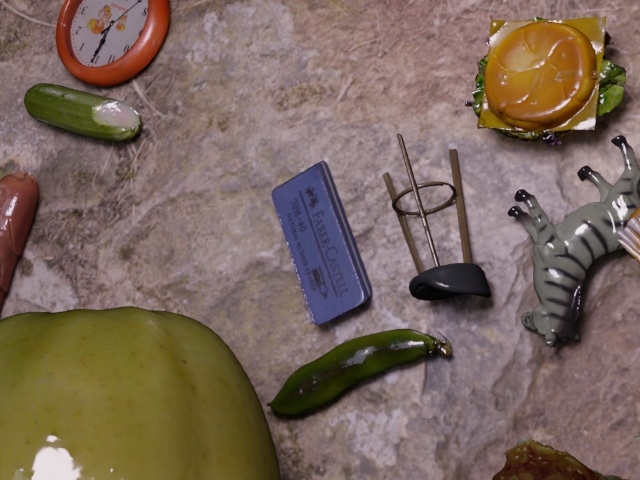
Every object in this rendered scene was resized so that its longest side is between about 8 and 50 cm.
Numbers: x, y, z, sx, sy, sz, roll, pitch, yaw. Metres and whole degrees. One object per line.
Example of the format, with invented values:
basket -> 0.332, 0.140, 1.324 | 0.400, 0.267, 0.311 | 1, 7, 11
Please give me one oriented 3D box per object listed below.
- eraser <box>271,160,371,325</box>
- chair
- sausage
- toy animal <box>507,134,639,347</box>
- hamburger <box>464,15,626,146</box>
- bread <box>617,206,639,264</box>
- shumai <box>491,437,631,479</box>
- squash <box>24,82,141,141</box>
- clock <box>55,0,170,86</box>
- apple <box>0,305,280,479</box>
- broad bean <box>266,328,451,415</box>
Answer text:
eraser -> 0.000, 0.000, 1.384 | 0.082, 0.036, 0.225 | -28, 65, 21
chair -> 0.133, -0.013, 1.290 | 0.095, 0.104, 0.221 | -42, 52, 41
sausage -> -0.525, 0.095, 1.611 | 0.088, 0.088, 0.432 | 13, 82, 30
toy animal -> 0.299, 0.004, 1.206 | 0.217, 0.073, 0.176 | -33, 68, 11
hamburger -> 0.271, -0.188, 1.260 | 0.190, 0.093, 0.164 | 17, 86, 32
bread -> 0.436, -0.040, 1.105 | 0.241, 0.136, 0.107 | -39, 59, 12
shumai -> 0.213, 0.316, 1.050 | 0.260, 0.222, 0.225 | -52, 27, 17
squash -> -0.367, -0.196, 1.619 | 0.239, 0.069, 0.069 | 18, 85, 32
clock -> -0.323, -0.337, 1.646 | 0.205, 0.051, 0.205 | -7, 73, 25
apple -> -0.269, 0.295, 1.213 | 0.474, 0.474, 0.473 | -8, 72, 26
broad bean -> 0.039, 0.157, 1.312 | 0.255, 0.046, 0.065 | -25, 78, 19
